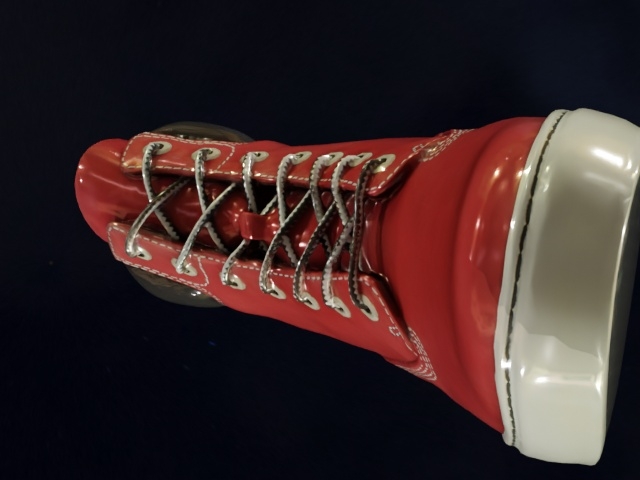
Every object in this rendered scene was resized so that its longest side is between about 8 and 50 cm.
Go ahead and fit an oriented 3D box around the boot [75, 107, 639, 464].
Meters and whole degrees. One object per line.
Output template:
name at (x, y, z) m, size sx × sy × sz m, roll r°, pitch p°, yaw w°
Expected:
boot at (0.000, 0.000, 0.427) m, size 0.176 × 0.244 × 0.088 m, roll 13°, pitch -93°, yaw 4°
